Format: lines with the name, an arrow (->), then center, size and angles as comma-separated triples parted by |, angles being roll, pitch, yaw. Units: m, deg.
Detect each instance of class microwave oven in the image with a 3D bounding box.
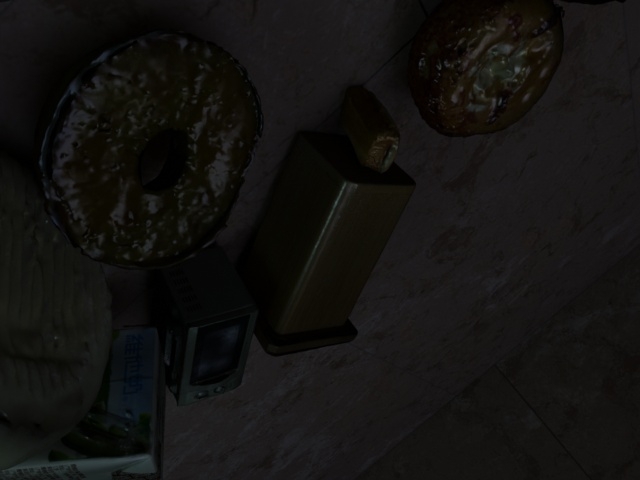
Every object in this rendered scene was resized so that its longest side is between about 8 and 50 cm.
microwave oven -> -0.197, 0.138, 0.991 | 0.129, 0.163, 0.205 | -14, 139, -31

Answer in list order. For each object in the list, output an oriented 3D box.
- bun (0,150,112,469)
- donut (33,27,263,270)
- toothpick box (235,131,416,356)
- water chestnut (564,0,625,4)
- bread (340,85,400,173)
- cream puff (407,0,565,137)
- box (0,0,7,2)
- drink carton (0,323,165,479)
bun -> -0.380, 0.076, 0.646 | 0.210, 0.360, 0.360 | -16, 148, 11
donut -> -0.197, -0.104, 0.709 | 0.272, 0.107, 0.272 | -21, 125, -33
toothpick box -> 0.000, 0.000, 0.997 | 0.187, 0.190, 0.308 | -1, 129, -39
water chestnut -> 0.343, -0.419, 0.662 | 0.335, 0.347, 0.335 | -18, 128, -25
bread -> 0.070, -0.162, 0.905 | 0.053, 0.132, 0.074 | -5, 136, -22
cream puff -> 0.231, -0.266, 0.899 | 0.240, 0.164, 0.240 | -12, 130, -15
box -> -0.211, -0.269, 0.558 | 0.177, 0.036, 0.115 | -22, 175, -24
drink carton -> -0.376, 0.234, 0.830 | 0.324, 0.194, 0.132 | -3, 140, -8
